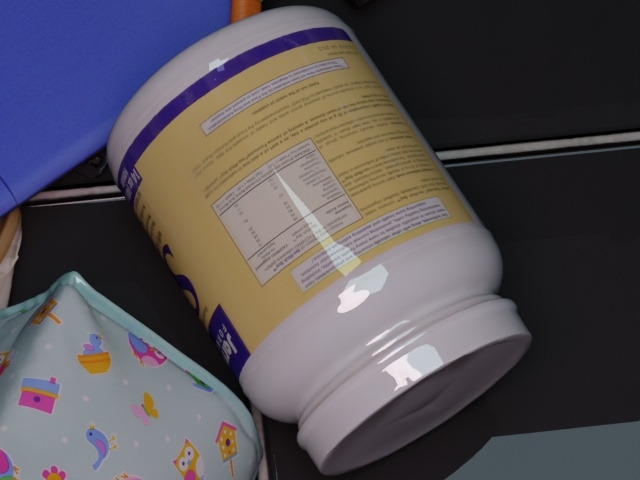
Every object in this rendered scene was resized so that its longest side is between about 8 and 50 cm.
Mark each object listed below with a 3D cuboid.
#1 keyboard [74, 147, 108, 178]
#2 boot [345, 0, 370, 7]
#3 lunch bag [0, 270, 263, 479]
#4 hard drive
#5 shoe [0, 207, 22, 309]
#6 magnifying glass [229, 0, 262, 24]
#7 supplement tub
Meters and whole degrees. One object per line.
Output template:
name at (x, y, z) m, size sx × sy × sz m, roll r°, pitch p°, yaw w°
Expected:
keyboard at (-0.253, -0.139, 1.727) m, size 0.180 × 0.023 × 0.108 m, roll 27°, pitch 71°, yaw 8°
boot at (0.048, -0.351, 1.784) m, size 0.178 × 0.085 × 0.236 m, roll -28°, pitch 78°, yaw -14°
lunch bag at (-0.173, 0.193, 1.500) m, size 0.262 × 0.160 × 0.223 m, roll 42°, pitch 47°, yaw -26°
hard drive at (-0.229, -0.183, 1.674) m, size 0.318 × 0.040 × 0.210 m, roll -37°, pitch 93°, yaw -25°
shoe at (-0.315, 0.059, 1.637) m, size 0.076 × 0.058 × 0.219 m, roll 10°, pitch 62°, yaw 31°
magnifying glass at (-0.066, -0.233, 1.719) m, size 0.092 × 0.026 × 0.231 m, roll 29°, pitch 43°, yaw -31°
supplement tub at (0.000, 0.000, 1.563) m, size 0.241 × 0.241 × 0.331 m, roll -29°, pitch 72°, yaw -12°
